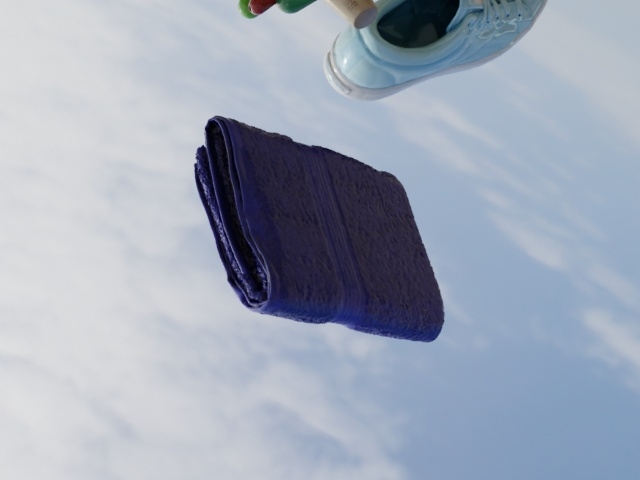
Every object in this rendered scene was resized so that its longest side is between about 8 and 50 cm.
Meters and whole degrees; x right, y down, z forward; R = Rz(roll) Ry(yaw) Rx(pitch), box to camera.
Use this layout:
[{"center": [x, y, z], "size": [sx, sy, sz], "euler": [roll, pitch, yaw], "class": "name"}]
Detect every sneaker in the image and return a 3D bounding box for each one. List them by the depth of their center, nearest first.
[{"center": [0.181, -0.291, 1.722], "size": [0.366, 0.150, 0.135], "euler": [-32, -92, -26], "class": "sneaker"}]

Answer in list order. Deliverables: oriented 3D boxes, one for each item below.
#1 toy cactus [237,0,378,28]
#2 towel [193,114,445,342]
[{"center": [0.001, -0.317, 1.518], "size": [0.180, 0.219, 0.112], "euler": [52, -176, 25], "class": "toy cactus"}, {"center": [0.000, 0.000, 1.452], "size": [0.308, 0.076, 0.228], "euler": [14, -128, -48], "class": "towel"}]
